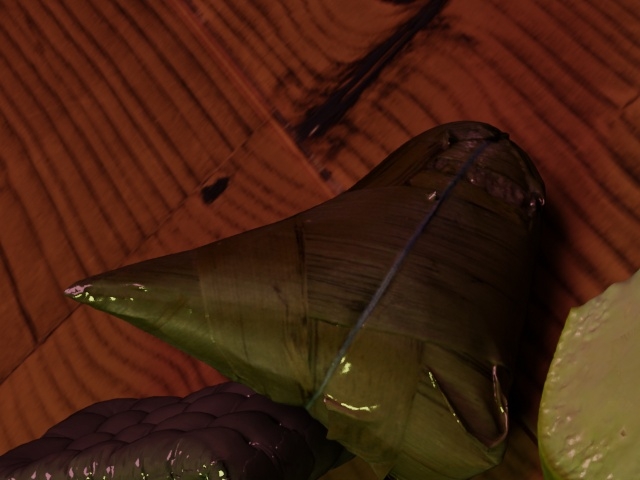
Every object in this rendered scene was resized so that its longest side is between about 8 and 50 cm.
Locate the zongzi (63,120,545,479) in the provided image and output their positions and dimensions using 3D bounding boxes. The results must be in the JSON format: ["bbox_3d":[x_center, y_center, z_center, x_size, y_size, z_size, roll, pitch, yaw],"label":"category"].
[{"bbox_3d":[0.000,0.000,1.469,0.160,0.360,0.323,125,164,-50],"label":"zongzi"}]

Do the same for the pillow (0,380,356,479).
[{"bbox_3d":[-0.133,0.188,1.541,0.326,0.101,0.228,-15,6,35],"label":"pillow"}]

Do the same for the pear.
[{"bbox_3d":[0.283,0.125,1.208,0.282,0.176,0.286,-44,32,9],"label":"pear"}]
